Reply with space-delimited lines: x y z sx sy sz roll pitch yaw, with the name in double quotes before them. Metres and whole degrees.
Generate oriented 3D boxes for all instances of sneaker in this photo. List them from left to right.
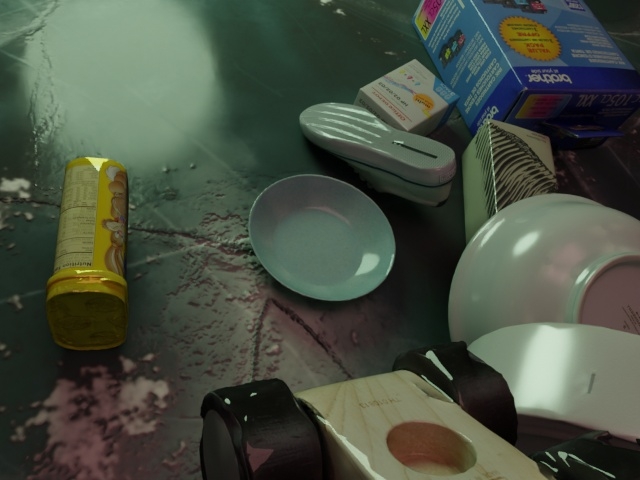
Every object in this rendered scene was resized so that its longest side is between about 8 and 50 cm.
"sneaker" 0.071 -0.118 0.834 0.258 0.091 0.094 32 56 31

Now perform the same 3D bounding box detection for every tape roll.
"tape roll" 0.250 0.204 0.545 0.286 0.286 0.100 31 54 4

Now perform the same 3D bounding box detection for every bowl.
"bowl" 0.309 0.085 0.659 0.298 0.134 0.297 1 87 -12

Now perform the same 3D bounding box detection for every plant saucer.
"plant saucer" 0.000 0.000 0.758 0.195 0.037 0.194 9 55 -13

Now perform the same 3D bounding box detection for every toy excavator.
"toy excavator" 0.093 0.343 0.358 0.223 0.444 0.433 -6 19 -28

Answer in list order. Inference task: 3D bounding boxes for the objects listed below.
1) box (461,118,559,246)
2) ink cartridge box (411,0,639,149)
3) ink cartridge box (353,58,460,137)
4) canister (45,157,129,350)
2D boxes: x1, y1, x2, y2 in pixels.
"box" 0.273 -0.038 0.836 0.113 0.094 0.275 13 54 -10
"ink cartridge box" 0.366 -0.302 1.016 0.270 0.151 0.395 -6 61 -21
"ink cartridge box" 0.123 -0.205 0.921 0.104 0.061 0.181 44 56 14
"canister" -0.241 0.012 0.620 0.073 0.126 0.169 1 55 -17
